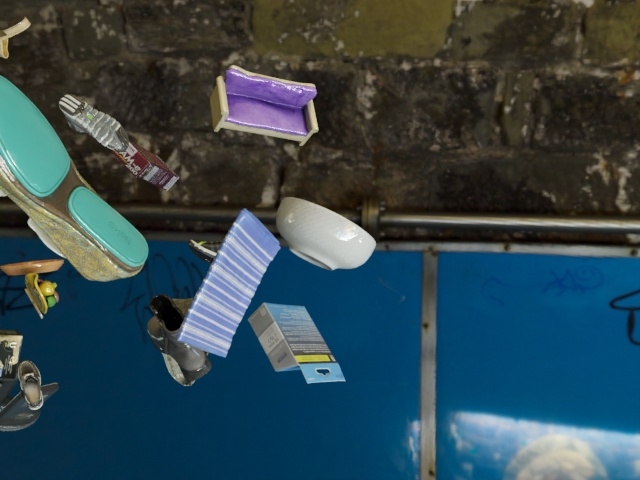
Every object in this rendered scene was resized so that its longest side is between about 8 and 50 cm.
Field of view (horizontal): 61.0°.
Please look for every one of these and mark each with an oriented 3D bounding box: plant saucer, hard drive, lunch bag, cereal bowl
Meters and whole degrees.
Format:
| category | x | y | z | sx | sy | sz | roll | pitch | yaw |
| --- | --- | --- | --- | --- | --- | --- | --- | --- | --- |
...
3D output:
| category | x | y | z | sx | sy | sz | roll | pitch | yaw |
| --- | --- | --- | --- | --- | --- | --- | --- | --- | --- |
| plant saucer | -1.007 | 0.094 | 1.904 | 0.199 | 0.037 | 0.200 | -4 | -176 | 0 |
| hard drive | -0.748 | 0.411 | 1.394 | 0.135 | 0.022 | 0.094 | -38 | 161 | 29 |
| lunch bag | -0.536 | 0.416 | 2.222 | 0.168 | 0.287 | 0.235 | -4 | -146 | 8 |
| cereal bowl | 0.000 | 0.000 | 1.754 | 0.338 | 0.141 | 0.339 | 25 | 170 | 5 |

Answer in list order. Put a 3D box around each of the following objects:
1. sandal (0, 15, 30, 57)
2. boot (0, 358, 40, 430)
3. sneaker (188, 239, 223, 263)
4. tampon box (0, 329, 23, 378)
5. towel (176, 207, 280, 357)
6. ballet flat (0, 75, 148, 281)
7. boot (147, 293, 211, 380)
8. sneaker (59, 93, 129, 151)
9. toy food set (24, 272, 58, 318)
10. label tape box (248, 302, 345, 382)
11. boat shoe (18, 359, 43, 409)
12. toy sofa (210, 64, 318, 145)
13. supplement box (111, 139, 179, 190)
| category | x | y | z | sx | sy | sz | roll | pitch | yaw |
| --- | --- | --- | --- | --- | --- | --- | --- | --- | --- |
| sandal | -0.957 | -0.585 | 1.626 | 0.239 | 0.079 | 0.088 | -17 | -135 | 12 |
| boot | -1.376 | 0.657 | 2.386 | 0.366 | 0.445 | 0.146 | 12 | -143 | -38 |
| sneaker | -0.366 | 0.039 | 1.986 | 0.234 | 0.084 | 0.097 | 23 | -117 | 5 |
| tampon box | -0.906 | 0.303 | 1.462 | 0.160 | 0.121 | 0.101 | 12 | 174 | -36 |
| towel | -0.211 | 0.110 | 1.317 | 0.040 | 0.336 | 0.243 | 19 | 165 | 21 |
| ballet flat | -0.391 | -0.066 | 0.772 | 0.123 | 0.349 | 0.123 | -21 | -144 | 16 |
| boot | -0.440 | 0.240 | 1.588 | 0.118 | 0.223 | 0.338 | -35 | -143 | -28 |
| sneaker | -0.693 | -0.346 | 1.671 | 0.086 | 0.228 | 0.132 | -55 | -165 | -23 |
| toy food set | -0.906 | 0.168 | 1.784 | 0.071 | 0.128 | 0.218 | -31 | 178 | -36 |
| label tape box | -0.086 | 0.401 | 2.013 | 0.249 | 0.115 | 0.348 | 15 | -143 | -53 |
| boat shoe | -0.693 | 0.340 | 1.298 | 0.046 | 0.038 | 0.125 | -10 | -118 | -28 |
| toy sofa | -0.183 | -0.454 | 1.866 | 0.362 | 0.150 | 0.177 | 4 | 153 | -31 |
| supplement box | -0.601 | -0.259 | 1.884 | 0.130 | 0.073 | 0.239 | 44 | -179 | 11 |
